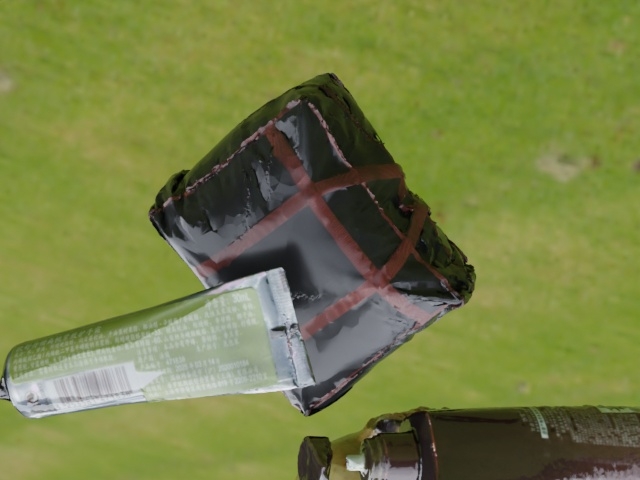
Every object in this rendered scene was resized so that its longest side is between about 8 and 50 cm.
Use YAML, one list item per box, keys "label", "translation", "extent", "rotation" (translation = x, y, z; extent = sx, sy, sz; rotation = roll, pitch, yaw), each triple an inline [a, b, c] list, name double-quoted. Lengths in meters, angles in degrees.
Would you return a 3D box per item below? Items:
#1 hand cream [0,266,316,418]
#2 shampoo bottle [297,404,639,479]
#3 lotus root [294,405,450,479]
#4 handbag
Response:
- label: "hand cream"
  translation: [-0.122, 0.083, 1.224]
  extent: [0.235, 0.086, 0.055]
  rotation: [-13, -169, 18]
- label: "shampoo bottle"
  translation: [0.103, 0.133, 1.045]
  extent: [0.236, 0.067, 0.068]
  rotation: [0, 169, -15]
- label: "lotus root"
  translation: [0.036, 0.247, 1.372]
  extent: [0.140, 0.256, 0.154]
  rotation: [11, -179, 44]
- label: "handbag"
  translation: [0.000, 0.000, 1.301]
  extent: [0.169, 0.155, 0.215]
  rotation: [-33, 101, 21]
